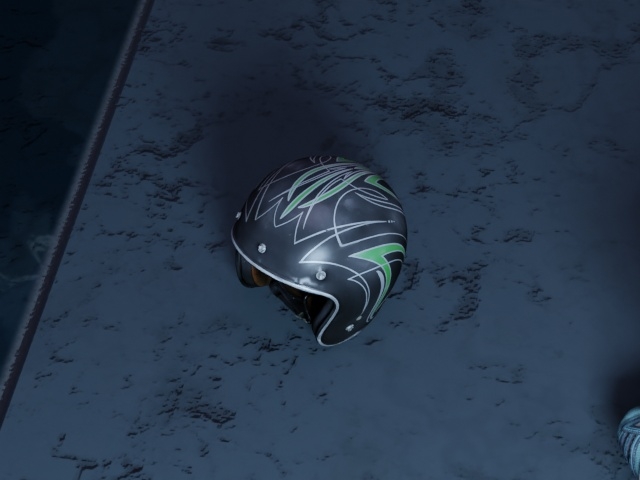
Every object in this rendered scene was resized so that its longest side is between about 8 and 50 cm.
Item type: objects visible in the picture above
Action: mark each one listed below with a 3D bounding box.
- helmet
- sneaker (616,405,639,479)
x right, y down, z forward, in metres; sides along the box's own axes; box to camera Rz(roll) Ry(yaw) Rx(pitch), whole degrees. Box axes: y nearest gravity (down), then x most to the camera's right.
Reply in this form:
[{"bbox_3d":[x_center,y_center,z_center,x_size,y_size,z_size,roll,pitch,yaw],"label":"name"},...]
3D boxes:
[{"bbox_3d":[0.000,0.000,1.629,0.169,0.161,0.169,-1,48,1],"label":"helmet"},{"bbox_3d":[0.392,0.151,1.528,0.283,0.110,0.122,-12,33,-18],"label":"sneaker"}]
